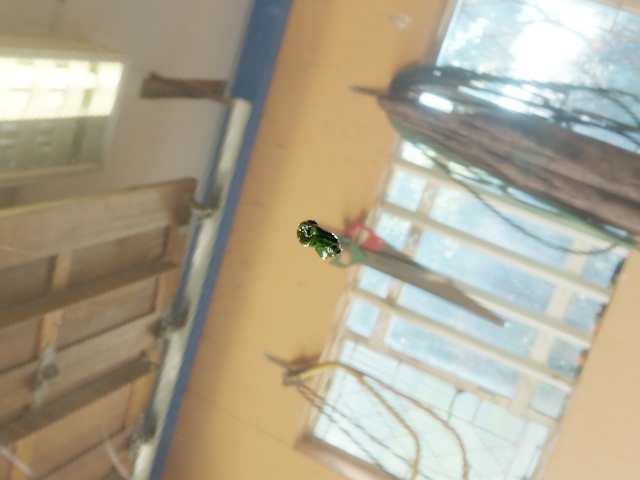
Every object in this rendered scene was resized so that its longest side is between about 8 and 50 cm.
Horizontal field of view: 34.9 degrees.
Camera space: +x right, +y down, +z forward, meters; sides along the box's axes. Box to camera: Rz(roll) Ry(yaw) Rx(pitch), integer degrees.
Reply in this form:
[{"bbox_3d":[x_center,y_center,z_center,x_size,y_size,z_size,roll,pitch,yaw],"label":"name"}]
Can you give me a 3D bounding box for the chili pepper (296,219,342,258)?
[{"bbox_3d":[0.002,0.000,1.012,0.091,0.034,0.030,40,-151,-70],"label":"chili pepper"}]
